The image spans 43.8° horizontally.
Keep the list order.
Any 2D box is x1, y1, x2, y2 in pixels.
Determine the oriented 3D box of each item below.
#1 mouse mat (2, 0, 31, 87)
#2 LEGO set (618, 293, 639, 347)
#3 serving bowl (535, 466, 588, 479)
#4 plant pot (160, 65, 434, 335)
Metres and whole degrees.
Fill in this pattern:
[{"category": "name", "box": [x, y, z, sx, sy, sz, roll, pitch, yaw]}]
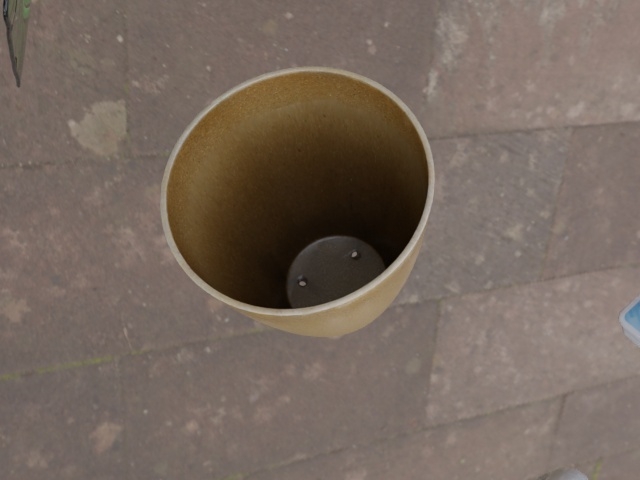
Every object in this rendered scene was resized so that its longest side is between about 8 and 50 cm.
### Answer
[{"category": "mouse mat", "box": [-0.197, -0.196, 0.535, 0.007, 0.190, 0.152, 7, 85, -19]}, {"category": "LEGO set", "box": [0.249, -0.006, 0.261, 0.244, 0.182, 0.060, -43, 136, 3]}, {"category": "serving bowl", "box": [0.214, 0.243, 0.756, 0.083, 0.027, 0.083, -40, 168, -10]}, {"category": "plant pot", "box": [0.000, 0.000, 0.787, 0.237, 0.237, 0.254, -36, 155, -5]}]
